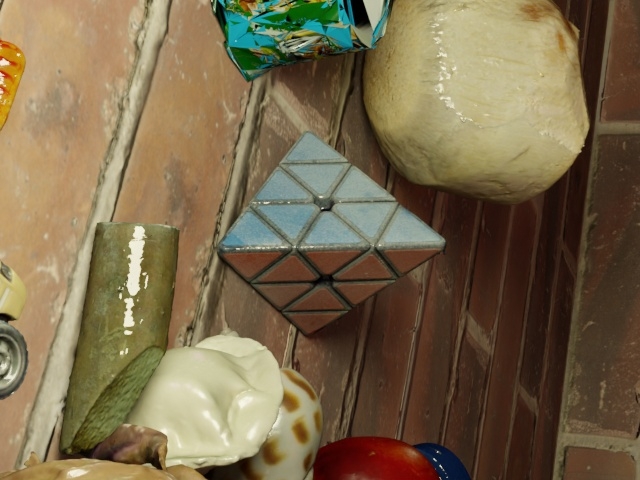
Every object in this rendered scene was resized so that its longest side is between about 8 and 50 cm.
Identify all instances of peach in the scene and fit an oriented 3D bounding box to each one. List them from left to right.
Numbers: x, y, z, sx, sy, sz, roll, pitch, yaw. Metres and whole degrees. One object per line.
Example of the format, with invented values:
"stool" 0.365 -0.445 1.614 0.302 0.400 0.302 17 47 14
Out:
"peach" 0.073 0.408 1.635 0.199 0.243 0.244 -105 -174 -69

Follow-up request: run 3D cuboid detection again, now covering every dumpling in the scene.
"dumpling" -0.128 0.191 1.259 0.252 0.179 0.132 -47 128 -52

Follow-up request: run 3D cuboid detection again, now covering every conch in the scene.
"conch" -0.078 0.249 1.415 0.148 0.183 0.275 12 63 -23

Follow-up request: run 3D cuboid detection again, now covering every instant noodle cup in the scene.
"instant noodle cup" -0.016 -0.339 1.467 0.240 0.178 0.240 2 90 -65

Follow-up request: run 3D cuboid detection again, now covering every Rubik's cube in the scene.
"Rubik's cube" 0.002 0.001 1.563 0.229 0.228 0.233 -46 101 -4

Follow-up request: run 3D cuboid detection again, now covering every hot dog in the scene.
"hot dog" -0.313 -0.124 0.998 0.038 0.062 0.144 89 16 -65

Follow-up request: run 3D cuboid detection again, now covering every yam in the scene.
"yam" -0.213 0.103 1.177 0.106 0.106 0.259 28 65 -62

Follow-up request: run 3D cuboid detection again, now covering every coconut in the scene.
"coconut" 0.281 -0.259 1.843 0.415 0.344 0.416 -3 96 -29

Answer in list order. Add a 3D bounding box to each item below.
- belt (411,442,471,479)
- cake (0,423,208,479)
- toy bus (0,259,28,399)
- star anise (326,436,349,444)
"belt" 0.159 0.518 1.847 0.117 0.212 0.347 12 77 -65
"cake" -0.210 0.343 1.016 0.321 0.332 0.333 -111 -163 -78
"toy bus" -0.367 0.140 0.769 0.202 0.176 0.365 53 46 -44
"star anise" 0.035 0.383 1.775 0.141 0.042 0.141 0 90 -64
